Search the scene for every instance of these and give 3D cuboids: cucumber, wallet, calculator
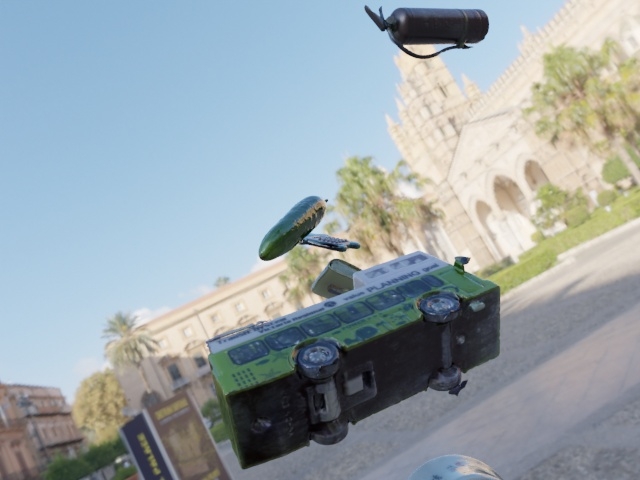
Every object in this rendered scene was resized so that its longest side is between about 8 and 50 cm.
[{"bbox_3d":[-0.036,-0.033,1.017,0.056,0.056,0.250,-35,8,32],"label":"cucumber"},{"bbox_3d":[0.049,0.095,1.330,0.155,0.110,0.039,124,170,-63],"label":"wallet"},{"bbox_3d":[0.000,0.000,1.115,0.141,0.019,0.094,12,12,32],"label":"calculator"}]

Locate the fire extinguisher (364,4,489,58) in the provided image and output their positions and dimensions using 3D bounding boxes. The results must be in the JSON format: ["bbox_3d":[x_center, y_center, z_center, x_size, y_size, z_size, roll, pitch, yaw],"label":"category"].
[{"bbox_3d":[0.133,-0.253,0.732,0.157,0.078,0.045,-9,-22,-27],"label":"fire extinguisher"}]

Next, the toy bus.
[{"bbox_3d":[0.034,0.109,0.626,0.302,0.113,0.139,-18,27,-22],"label":"toy bus"}]

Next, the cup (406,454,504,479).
[{"bbox_3d":[0.355,0.685,1.408,0.347,0.347,0.163,-25,-10,-20],"label":"cup"}]
